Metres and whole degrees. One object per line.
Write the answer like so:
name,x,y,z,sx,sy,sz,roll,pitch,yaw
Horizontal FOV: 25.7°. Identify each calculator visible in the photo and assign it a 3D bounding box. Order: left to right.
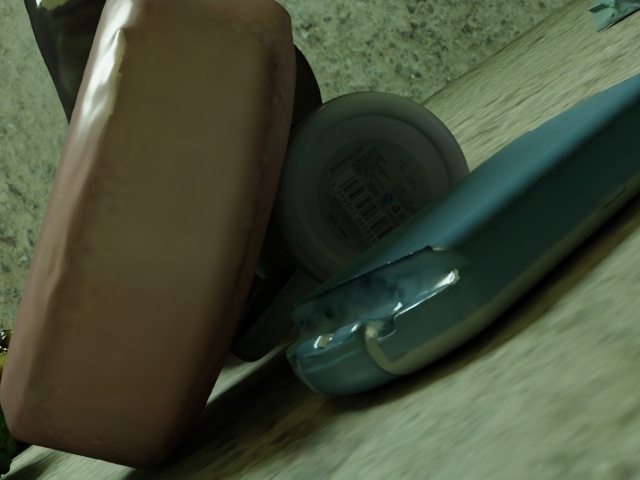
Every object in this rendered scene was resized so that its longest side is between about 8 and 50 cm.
calculator,0.072,-0.008,0.562,0.210,0.039,0.121,-37,7,-34

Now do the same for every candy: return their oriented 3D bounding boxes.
candy,-0.085,-0.019,0.689,0.255,0.094,0.255,-164,90,-79

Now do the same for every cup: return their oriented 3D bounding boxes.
cup,0.010,-0.001,0.718,0.099,0.136,0.133,8,-6,-12

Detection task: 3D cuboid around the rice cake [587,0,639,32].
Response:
rice cake,0.331,-0.256,1.392,0.042,0.030,0.180,-42,6,-34

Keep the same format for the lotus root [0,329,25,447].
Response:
lotus root,-0.321,0.171,1.257,0.191,0.094,0.108,-46,3,-13

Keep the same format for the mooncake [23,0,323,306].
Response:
mooncake,-0.089,-0.079,0.961,0.154,0.306,0.306,-26,3,-7

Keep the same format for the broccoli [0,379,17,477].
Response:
broccoli,-0.368,0.104,1.033,0.254,0.302,0.186,-28,-47,-81
